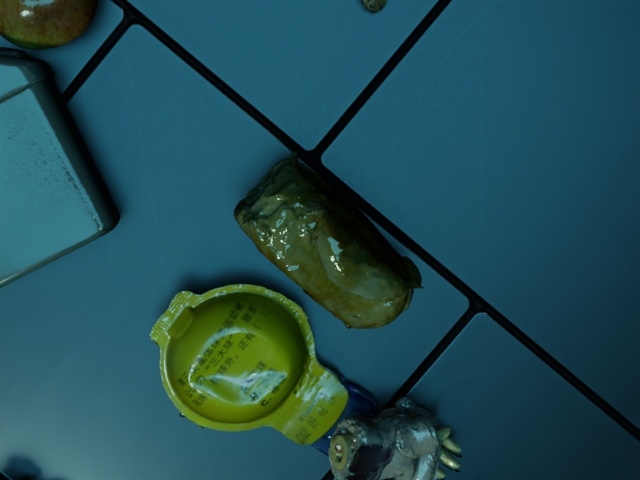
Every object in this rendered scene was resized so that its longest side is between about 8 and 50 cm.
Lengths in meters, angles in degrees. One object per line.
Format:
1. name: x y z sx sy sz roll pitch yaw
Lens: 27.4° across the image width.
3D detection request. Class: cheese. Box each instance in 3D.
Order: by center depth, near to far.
1. cheese: -0.062 0.149 1.445 0.270 0.069 0.177 33 97 -17

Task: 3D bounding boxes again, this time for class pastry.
1. pastry: 0.000 0.000 1.363 0.100 0.229 0.218 -46 135 8

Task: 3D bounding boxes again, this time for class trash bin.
1. trash bin: -0.336 -0.086 1.389 0.177 0.101 0.236 -28 100 0

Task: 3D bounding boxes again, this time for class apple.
1. apple: -0.292 -0.260 1.363 0.126 0.102 0.126 0 92 -4

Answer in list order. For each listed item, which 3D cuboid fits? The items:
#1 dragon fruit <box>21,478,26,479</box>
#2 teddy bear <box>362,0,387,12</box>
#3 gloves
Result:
1. dragon fruit: -0.353 0.344 1.442 0.121 0.130 0.142 -9 101 32
2. teddy bear: 0.026 -0.317 1.382 0.160 0.078 0.119 38 98 -8
3. gloves: 0.078 0.227 1.447 0.144 0.094 0.110 24 103 -38
